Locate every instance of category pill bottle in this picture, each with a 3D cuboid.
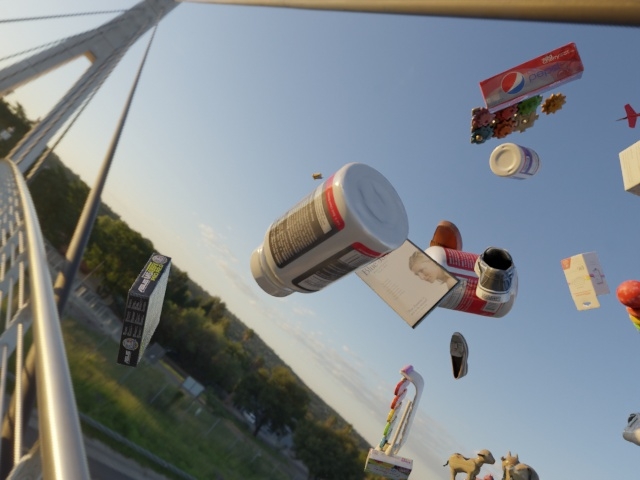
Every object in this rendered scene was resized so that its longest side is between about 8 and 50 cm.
[{"bbox_3d":[0.000,0.000,0.854,0.176,0.176,0.318,46,-50,-13],"label":"pill bottle"},{"bbox_3d":[0.502,0.149,1.629,0.408,0.229,0.229,12,-16,-4],"label":"pill bottle"},{"bbox_3d":[0.647,-0.254,1.410,0.193,0.108,0.108,-2,21,-43],"label":"pill bottle"}]

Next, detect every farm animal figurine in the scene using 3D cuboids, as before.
[{"bbox_3d":[0.643,0.817,1.496,0.330,0.172,0.327,19,-23,-5],"label":"farm animal figurine"}]

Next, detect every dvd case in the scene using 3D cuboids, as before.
[{"bbox_3d":[0.234,0.099,1.207,0.253,0.180,0.022,44,-4,35],"label":"dvd case"}]

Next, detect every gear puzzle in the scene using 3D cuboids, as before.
[{"bbox_3d":[0.708,-0.438,1.540,0.175,0.339,0.044,69,7,-50],"label":"gear puzzle"}]

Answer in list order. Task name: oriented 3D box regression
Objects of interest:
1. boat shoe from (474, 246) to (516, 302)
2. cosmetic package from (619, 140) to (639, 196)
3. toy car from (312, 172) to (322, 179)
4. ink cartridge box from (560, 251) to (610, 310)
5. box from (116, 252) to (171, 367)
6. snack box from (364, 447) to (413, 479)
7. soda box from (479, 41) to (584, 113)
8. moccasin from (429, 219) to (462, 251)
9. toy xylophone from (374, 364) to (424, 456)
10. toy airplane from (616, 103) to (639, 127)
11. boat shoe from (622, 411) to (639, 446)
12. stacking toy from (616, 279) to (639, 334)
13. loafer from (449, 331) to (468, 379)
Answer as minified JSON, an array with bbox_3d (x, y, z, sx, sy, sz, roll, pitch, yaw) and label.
[{"bbox_3d":[0.470,0.065,1.159,0.108,0.301,0.102,11,-71,22],"label":"boat shoe"},{"bbox_3d":[1.023,-0.226,1.264,0.151,0.151,0.183,18,-27,-11],"label":"cosmetic package"},{"bbox_3d":[0.006,-0.160,1.418,0.041,0.060,0.122,-13,-69,22],"label":"toy car"},{"bbox_3d":[0.985,0.152,1.595,0.115,0.067,0.198,120,-39,-72],"label":"ink cartridge box"},{"bbox_3d":[-0.524,0.204,1.289,0.060,0.270,0.216,16,26,-9],"label":"box"},{"bbox_3d":[0.223,0.742,1.420,0.141,0.037,0.100,12,-50,8],"label":"snack box"},{"bbox_3d":[0.616,-0.473,1.272,0.083,0.263,0.092,-7,80,-63],"label":"soda box"},{"bbox_3d":[0.500,0.083,1.838,0.139,0.147,0.380,34,-42,27],"label":"moccasin"},{"bbox_3d":[0.265,0.586,1.454,0.081,0.322,0.236,19,-5,24],"label":"toy xylophone"},{"bbox_3d":[0.879,-0.343,1.159,0.151,0.151,0.028,39,0,9],"label":"toy airplane"},{"bbox_3d":[1.032,0.588,1.373,0.088,0.268,0.096,1,-83,46],"label":"boat shoe"},{"bbox_3d":[1.078,0.255,1.404,0.330,0.141,0.141,43,-16,-18],"label":"stacking toy"},{"bbox_3d":[0.360,0.304,1.127,0.045,0.039,0.125,2,-73,46],"label":"loafer"}]
